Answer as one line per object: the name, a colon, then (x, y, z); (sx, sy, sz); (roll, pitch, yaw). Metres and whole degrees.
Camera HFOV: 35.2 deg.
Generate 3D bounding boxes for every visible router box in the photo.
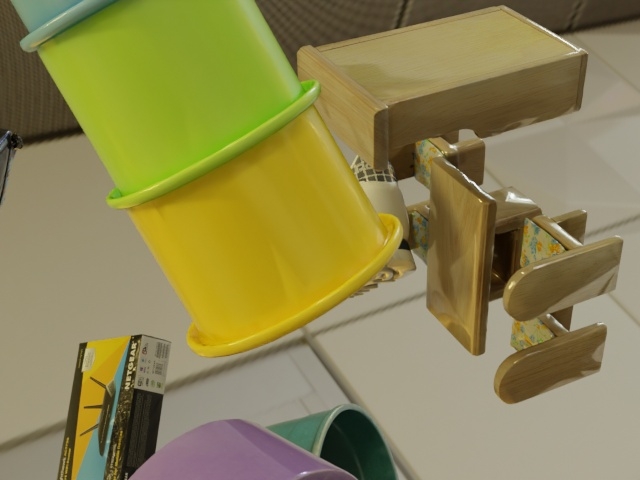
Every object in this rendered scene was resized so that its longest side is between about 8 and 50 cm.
router box: (-0.237, 0.202, 1.148); (0.046, 0.178, 0.133); (22, -24, -40)

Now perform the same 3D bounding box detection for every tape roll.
tape roll: (-0.054, 0.210, 0.610); (0.189, 0.080, 0.188); (-25, -56, -43)

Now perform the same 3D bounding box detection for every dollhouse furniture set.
dollhouse furniture set: (0.083, -0.024, 0.723); (0.161, 0.212, 0.242); (-17, -54, -21)

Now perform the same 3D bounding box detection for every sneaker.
sneaker: (0.000, 0.000, 0.831); (0.090, 0.094, 0.235); (-3, -11, -32)

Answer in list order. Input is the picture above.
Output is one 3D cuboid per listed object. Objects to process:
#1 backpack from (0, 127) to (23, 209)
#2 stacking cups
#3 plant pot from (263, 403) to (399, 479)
backpack: (-0.518, -0.075, 1.456); (0.117, 0.158, 0.173); (19, -61, -3)
stacking cups: (-0.089, -0.110, 0.351); (0.096, 0.096, 0.316); (-34, -75, -7)
plant pot: (-0.061, 0.351, 1.232); (0.255, 0.271, 0.272); (-12, -24, 23)
